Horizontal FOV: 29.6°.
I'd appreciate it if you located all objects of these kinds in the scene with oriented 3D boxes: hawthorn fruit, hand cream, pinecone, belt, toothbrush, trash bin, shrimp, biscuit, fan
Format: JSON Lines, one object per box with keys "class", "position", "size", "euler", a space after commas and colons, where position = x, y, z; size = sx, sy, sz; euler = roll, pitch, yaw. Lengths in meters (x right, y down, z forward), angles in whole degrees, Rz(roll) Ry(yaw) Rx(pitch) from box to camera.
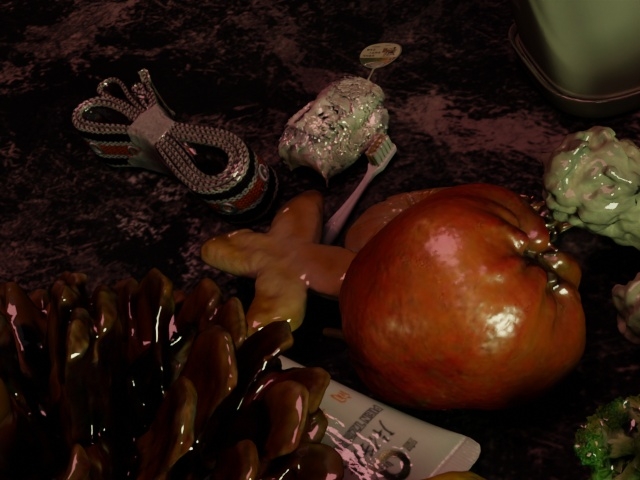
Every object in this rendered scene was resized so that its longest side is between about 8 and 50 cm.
{"class": "hawthorn fruit", "position": [0.119, 0.067, 1.179], "size": [0.261, 0.224, 0.224], "euler": [-27, 38, 30]}
{"class": "hand cream", "position": [-0.006, 0.192, 1.199], "size": [0.314, 0.089, 0.139], "euler": [23, 57, 32]}
{"class": "pinecone", "position": [-0.189, 0.205, 1.030], "size": [0.398, 0.397, 0.397], "euler": [-13, 44, 13]}
{"class": "belt", "position": [-0.190, -0.119, 1.578], "size": [0.126, 0.094, 0.359], "euler": [-45, 44, -14]}
{"class": "toothbrush", "position": [0.001, 0.002, 1.416], "size": [0.025, 0.030, 0.342], "euler": [10, 55, 38]}
{"class": "trash bin", "position": [0.318, -0.306, 1.415], "size": [0.219, 0.250, 0.220], "euler": [-29, 43, 3]}
{"class": "shrimp", "position": [0.157, -0.018, 1.346], "size": [0.267, 0.061, 0.145], "euler": [-12, 35, 17]}
{"class": "biscuit", "position": [-0.034, 0.025, 1.334], "size": [0.164, 0.047, 0.208], "euler": [-28, 34, -7]}
{"class": "fan", "position": [0.084, -0.246, 1.642], "size": [0.060, 0.003, 0.080], "euler": [-19, 42, 8]}

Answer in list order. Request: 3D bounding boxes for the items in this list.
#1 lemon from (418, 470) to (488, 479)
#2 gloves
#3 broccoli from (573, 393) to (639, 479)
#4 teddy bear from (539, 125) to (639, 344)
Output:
{"class": "lemon", "position": [0.119, 0.306, 0.896], "size": [0.268, 0.268, 0.322], "euler": [-35, 43, -11]}
{"class": "gloves", "position": [0.023, -0.146, 1.521], "size": [0.114, 0.070, 0.153], "euler": [23, 58, 39]}
{"class": "broccoli", "position": [0.342, 0.198, 0.912], "size": [0.295, 0.245, 0.265], "euler": [-6, 73, 43]}
{"class": "teddy bear", "position": [0.419, 0.000, 1.103], "size": [0.357, 0.224, 0.367], "euler": [-29, 43, 16]}
